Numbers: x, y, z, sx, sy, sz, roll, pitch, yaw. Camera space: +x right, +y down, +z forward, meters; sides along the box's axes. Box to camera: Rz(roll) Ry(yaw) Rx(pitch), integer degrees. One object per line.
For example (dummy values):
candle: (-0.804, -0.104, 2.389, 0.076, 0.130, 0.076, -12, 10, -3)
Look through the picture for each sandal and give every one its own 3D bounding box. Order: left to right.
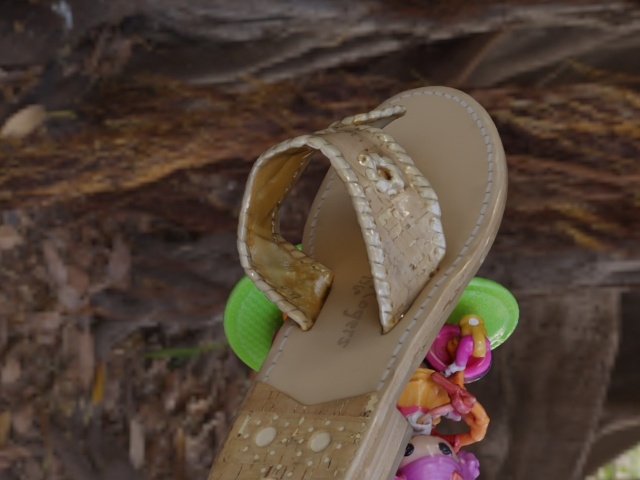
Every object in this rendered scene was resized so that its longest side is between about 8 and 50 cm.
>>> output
sandal: (0.006, -0.001, 0.495, 0.079, 0.088, 0.240, 57, 40, -38)

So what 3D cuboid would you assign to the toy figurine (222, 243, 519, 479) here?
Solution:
toy figurine: (0.036, 0.100, 0.734, 0.130, 0.173, 0.159, 101, -13, -46)
